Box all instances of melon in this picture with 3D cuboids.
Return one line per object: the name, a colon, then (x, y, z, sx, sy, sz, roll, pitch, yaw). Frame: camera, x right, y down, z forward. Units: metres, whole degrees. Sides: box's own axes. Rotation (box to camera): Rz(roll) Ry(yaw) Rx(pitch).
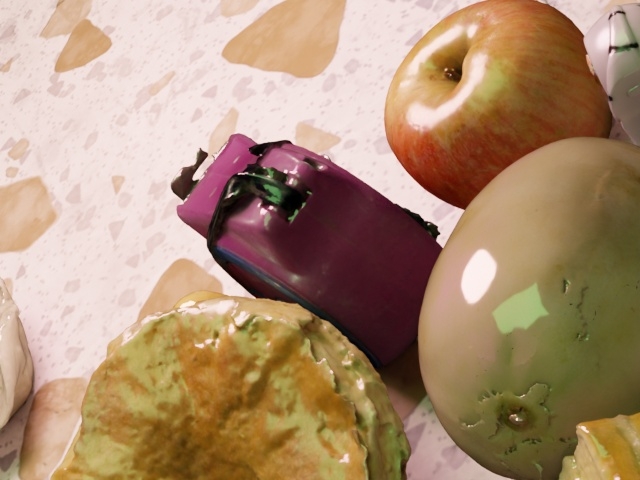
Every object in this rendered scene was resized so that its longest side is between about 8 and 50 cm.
melon: (0.195, 0.052, 1.088, 0.223, 0.223, 0.317, -14, 26, 34)

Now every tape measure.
tape measure: (0.000, 0.000, 1.304, 0.149, 0.245, 0.231, -54, 24, -10)

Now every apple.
apple: (0.167, -0.123, 1.317, 0.209, 0.164, 0.209, -27, 46, 32)

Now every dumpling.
dumpling: (-0.395, 0.141, 1.628, 0.162, 0.132, 0.250, -24, 46, 31)

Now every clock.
clock: (0.281, -0.144, 1.220, 0.080, 0.176, 0.117, -27, 45, 17)

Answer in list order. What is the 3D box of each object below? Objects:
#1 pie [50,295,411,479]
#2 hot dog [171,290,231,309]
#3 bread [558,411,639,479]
pie: (-0.085, 0.203, 1.168, 0.339, 0.083, 0.340, -8, 73, 26)
hot dog: (-0.108, 0.180, 1.323, 0.150, 0.153, 0.257, 22, 88, 19)
bread: (0.304, 0.213, 0.896, 0.239, 0.111, 0.246, -7, 46, -10)
